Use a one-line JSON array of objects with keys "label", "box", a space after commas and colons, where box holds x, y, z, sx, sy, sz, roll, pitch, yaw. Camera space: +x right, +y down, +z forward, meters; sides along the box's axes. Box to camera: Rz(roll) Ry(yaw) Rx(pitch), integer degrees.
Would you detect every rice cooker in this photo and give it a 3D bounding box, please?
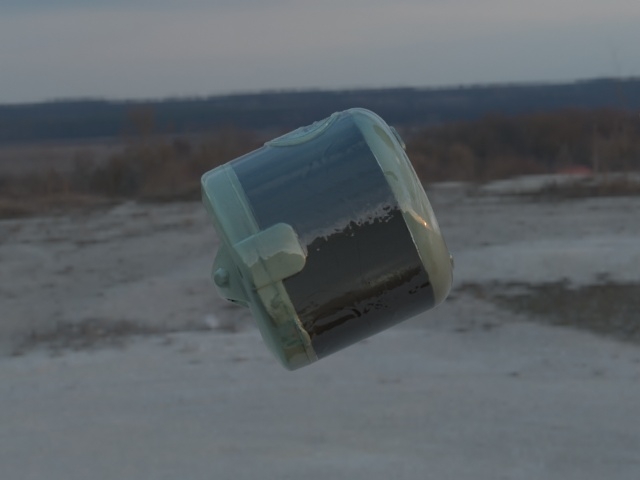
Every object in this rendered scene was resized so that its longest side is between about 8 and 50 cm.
[{"label": "rice cooker", "box": [-0.003, 0.000, 1.610, 0.277, 0.288, 0.288, -24, 6, -1]}]
